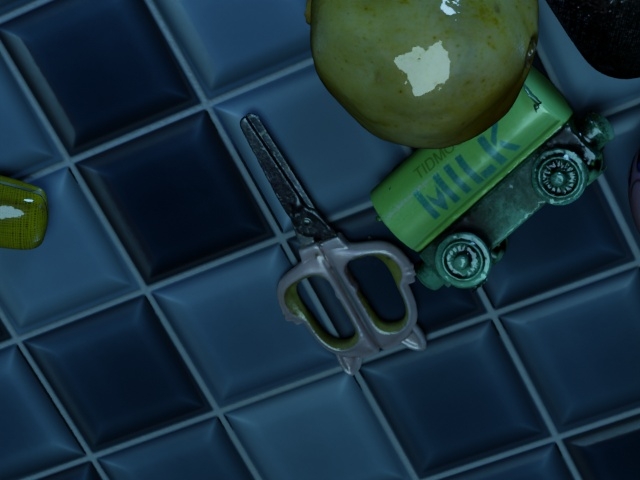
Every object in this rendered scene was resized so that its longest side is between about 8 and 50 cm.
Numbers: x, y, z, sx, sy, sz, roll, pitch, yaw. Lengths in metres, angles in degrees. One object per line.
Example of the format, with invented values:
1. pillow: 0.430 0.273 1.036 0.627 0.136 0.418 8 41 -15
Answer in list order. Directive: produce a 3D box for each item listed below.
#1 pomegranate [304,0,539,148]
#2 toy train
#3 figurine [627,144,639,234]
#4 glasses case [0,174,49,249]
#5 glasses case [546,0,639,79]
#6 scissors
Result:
1. pomegranate: 0.097 -0.194 1.819 0.233 0.233 0.233 4 119 7
2. toy train: 0.164 -0.067 1.954 0.157 0.105 0.253 48 116 -1
3. figurine: 0.375 -0.048 1.885 0.173 0.173 0.173 4 119 7
4. glasses case: -0.401 -0.042 2.074 0.234 0.064 0.079 10 127 3
5. glasses case: 0.239 -0.292 1.820 0.122 0.082 0.321 -27 110 21
6. scissors: 0.000 0.000 2.053 0.160 0.024 0.317 -20 113 21
